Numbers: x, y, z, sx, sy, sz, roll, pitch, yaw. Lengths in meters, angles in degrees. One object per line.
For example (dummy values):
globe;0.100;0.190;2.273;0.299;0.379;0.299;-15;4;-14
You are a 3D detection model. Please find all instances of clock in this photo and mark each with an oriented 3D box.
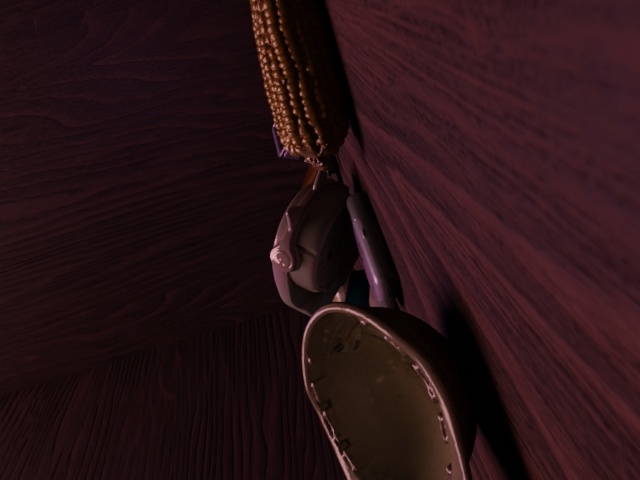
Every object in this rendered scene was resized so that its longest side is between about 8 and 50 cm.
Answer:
clock;0.000;0.000;0.988;0.108;0.265;0.324;23;151;23
clock;-0.084;-0.378;1.461;0.193;0.073;0.145;-51;45;45

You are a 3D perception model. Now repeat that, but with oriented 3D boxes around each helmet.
helmet;0.100;0.177;0.487;0.204;0.137;0.258;-45;63;46

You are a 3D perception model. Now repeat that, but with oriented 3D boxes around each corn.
corn;-0.035;-0.282;0.719;0.130;0.130;0.348;-106;2;-79

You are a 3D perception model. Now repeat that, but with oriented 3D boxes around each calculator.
calculator;0.099;0.019;0.860;0.141;0.045;0.246;73;-179;-61

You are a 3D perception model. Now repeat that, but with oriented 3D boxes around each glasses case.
glasses case;0.093;0.209;0.996;0.301;0.070;0.117;-76;-32;-47

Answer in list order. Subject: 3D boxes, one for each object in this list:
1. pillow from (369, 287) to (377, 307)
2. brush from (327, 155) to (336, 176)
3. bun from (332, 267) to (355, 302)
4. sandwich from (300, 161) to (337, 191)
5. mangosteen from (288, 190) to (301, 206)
pillow;0.152;0.229;0.898;0.270;0.067;0.174;-104;-1;-52
brush;0.023;-0.270;1.223;0.043;0.032;0.194;55;-150;-75
bun;0.103;0.174;1.408;0.220;0.134;0.221;158;90;-85
sandwich;-0.030;-0.169;1.399;0.245;0.063;0.212;-106;41;-76
mangosteen;-0.012;-0.137;1.714;0.211;0.211;0.250;72;-150;-69
